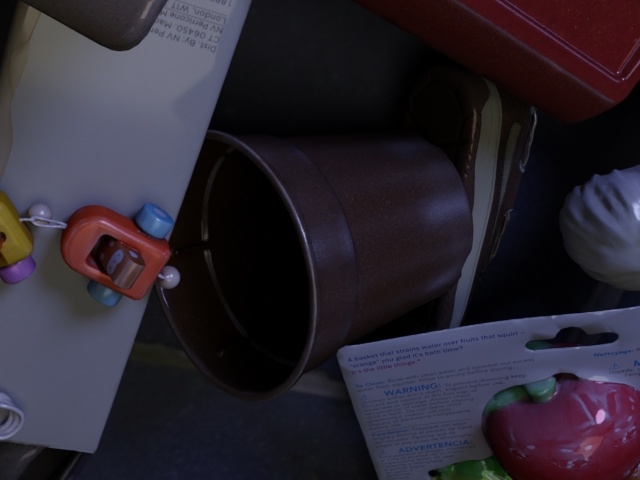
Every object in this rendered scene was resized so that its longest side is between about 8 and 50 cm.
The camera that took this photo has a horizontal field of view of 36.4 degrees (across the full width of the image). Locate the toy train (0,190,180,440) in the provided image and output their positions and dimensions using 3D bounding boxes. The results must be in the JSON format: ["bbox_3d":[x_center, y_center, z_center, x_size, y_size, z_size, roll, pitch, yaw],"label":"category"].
[{"bbox_3d":[-0.153,0.038,0.493,0.125,0.046,0.166,35,102,-27],"label":"toy train"}]

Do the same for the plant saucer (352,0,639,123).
[{"bbox_3d":[0.145,-0.196,0.488,0.259,0.048,0.258,19,110,-41],"label":"plant saucer"}]

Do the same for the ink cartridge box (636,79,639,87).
[{"bbox_3d":[0.265,-0.197,0.659,0.272,0.115,0.198,27,106,-29],"label":"ink cartridge box"}]

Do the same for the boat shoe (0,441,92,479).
[{"bbox_3d":[-0.256,0.188,0.692,0.285,0.092,0.103,-44,122,7],"label":"boat shoe"}]

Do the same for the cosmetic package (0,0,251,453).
[{"bbox_3d":[-0.146,-0.052,0.568,0.113,0.160,0.310,14,110,-24],"label":"cosmetic package"}]

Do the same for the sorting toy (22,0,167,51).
[{"bbox_3d":[-0.137,-0.236,0.447,0.229,0.307,0.041,-56,164,-12],"label":"sorting toy"}]

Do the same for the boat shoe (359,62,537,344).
[{"bbox_3d":[0.102,-0.007,0.720,0.095,0.095,0.258,-14,131,-38],"label":"boat shoe"}]

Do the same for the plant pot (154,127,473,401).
[{"bbox_3d":[0.000,0.000,0.633,0.165,0.167,0.167,-16,124,-41],"label":"plant pot"}]

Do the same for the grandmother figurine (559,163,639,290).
[{"bbox_3d":[0.320,-0.059,0.634,0.342,0.104,0.208,-24,98,0],"label":"grandmother figurine"}]

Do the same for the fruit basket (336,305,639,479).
[{"bbox_3d":[0.203,0.159,0.755,0.327,0.165,0.353,-10,129,9],"label":"fruit basket"}]
